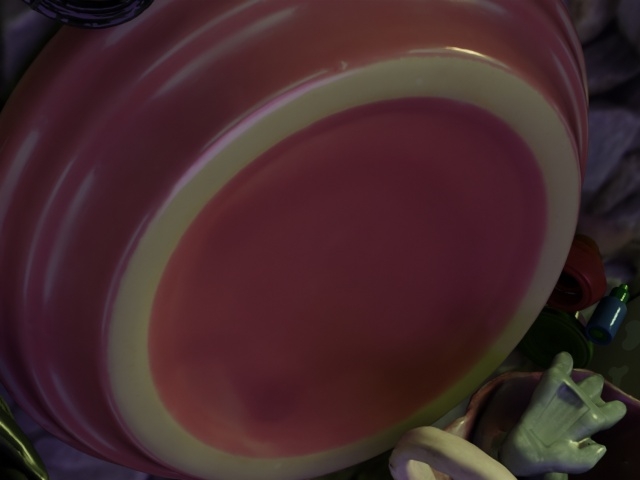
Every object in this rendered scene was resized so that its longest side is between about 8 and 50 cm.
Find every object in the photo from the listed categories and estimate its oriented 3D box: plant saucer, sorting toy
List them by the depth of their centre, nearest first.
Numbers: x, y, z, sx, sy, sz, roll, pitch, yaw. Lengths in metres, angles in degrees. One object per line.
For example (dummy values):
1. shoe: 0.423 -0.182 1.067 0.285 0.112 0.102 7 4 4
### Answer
1. plant saucer: 0.000 0.000 0.697 0.332 0.084 0.332 -18 133 -20
2. sorting toy: 0.151 0.034 0.851 0.042 0.061 0.102 -52 156 -37

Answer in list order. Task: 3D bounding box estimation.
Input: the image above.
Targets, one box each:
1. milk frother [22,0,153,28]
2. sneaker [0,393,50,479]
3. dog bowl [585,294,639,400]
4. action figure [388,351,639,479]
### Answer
1. milk frother: -0.078 -0.124 0.498 0.129 0.134 0.143 -9 120 13
2. sneaker: -0.167 0.122 0.661 0.087 0.130 0.227 -21 136 -14
3. dog bowl: 0.269 0.155 0.983 0.349 0.102 0.348 -18 133 -20
4. action figure: 0.081 0.245 0.781 0.370 0.248 0.276 -48 164 29
